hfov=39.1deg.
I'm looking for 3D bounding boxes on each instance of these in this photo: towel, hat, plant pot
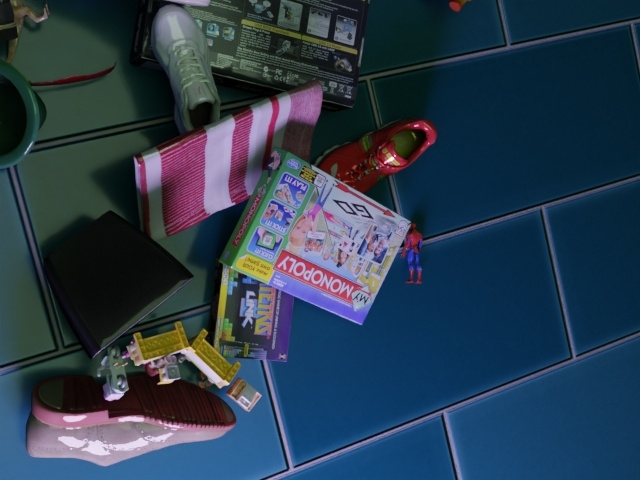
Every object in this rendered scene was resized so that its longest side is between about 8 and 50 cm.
[{"bbox_3d":[-0.147,-0.126,1.483,0.329,0.237,0.037,-27,65,-22],"label":"towel"},{"bbox_3d":[-0.470,-0.213,1.440,0.209,0.183,0.172,14,109,12],"label":"hat"},{"bbox_3d":[-0.334,0.061,1.425,0.188,0.187,0.167,-38,93,-19],"label":"plant pot"}]

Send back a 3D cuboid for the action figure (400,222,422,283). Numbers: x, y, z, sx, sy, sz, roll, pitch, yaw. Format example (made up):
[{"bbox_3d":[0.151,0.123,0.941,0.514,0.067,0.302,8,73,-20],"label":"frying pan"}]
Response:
[{"bbox_3d":[0.177,0.024,1.729,0.038,0.030,0.115,6,83,-30],"label":"action figure"}]

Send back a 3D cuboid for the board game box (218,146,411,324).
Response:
[{"bbox_3d":[0.000,0.000,1.566,0.317,0.046,0.213,26,89,-39],"label":"board game box"}]

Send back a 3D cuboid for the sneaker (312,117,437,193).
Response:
[{"bbox_3d":[0.096,-0.150,1.642,0.279,0.118,0.107,-36,104,-20],"label":"sneaker"}]

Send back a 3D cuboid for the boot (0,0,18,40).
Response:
[{"bbox_3d":[-0.562,-0.363,1.338,0.198,0.077,0.137,-9,113,-20],"label":"boot"}]

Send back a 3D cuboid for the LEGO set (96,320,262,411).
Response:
[{"bbox_3d":[-0.240,0.215,1.493,0.287,0.107,0.132,16,59,-38],"label":"LEGO set"}]

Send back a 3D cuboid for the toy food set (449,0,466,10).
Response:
[{"bbox_3d":[0.203,-0.540,1.693,0.232,0.111,0.104,45,73,-21],"label":"toy food set"}]

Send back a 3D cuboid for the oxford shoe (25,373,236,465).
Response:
[{"bbox_3d":[-0.311,0.302,1.485,0.348,0.123,0.130,10,115,-27],"label":"oxford shoe"}]

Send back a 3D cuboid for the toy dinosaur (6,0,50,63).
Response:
[{"bbox_3d":[-0.480,-0.362,1.431,0.093,0.053,0.183,-9,92,-7],"label":"toy dinosaur"}]

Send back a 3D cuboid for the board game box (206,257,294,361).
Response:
[{"bbox_3d":[-0.121,0.123,1.585,0.141,0.048,0.170,7,87,-23],"label":"board game box"}]

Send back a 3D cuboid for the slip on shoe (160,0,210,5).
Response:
[{"bbox_3d":[-0.322,-0.437,1.398,0.331,0.123,0.101,12,101,11],"label":"slip on shoe"}]

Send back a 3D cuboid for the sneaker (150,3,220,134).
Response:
[{"bbox_3d":[-0.199,-0.256,1.423,0.090,0.115,0.232,-21,115,-12],"label":"sneaker"}]

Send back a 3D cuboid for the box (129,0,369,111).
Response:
[{"bbox_3d":[-0.108,-0.419,1.564,0.395,0.097,0.318,9,89,-23],"label":"box"}]
